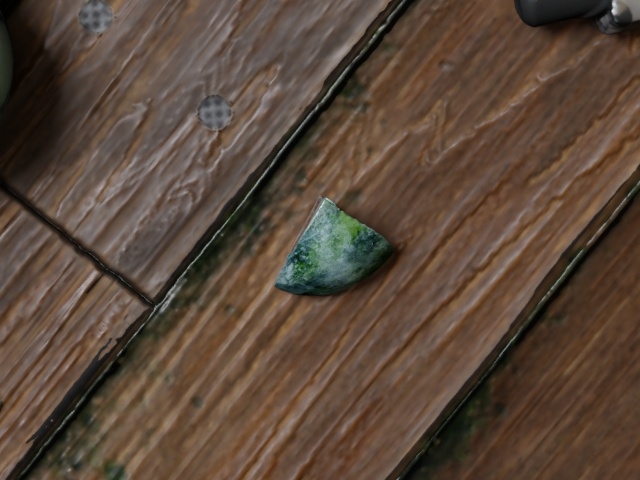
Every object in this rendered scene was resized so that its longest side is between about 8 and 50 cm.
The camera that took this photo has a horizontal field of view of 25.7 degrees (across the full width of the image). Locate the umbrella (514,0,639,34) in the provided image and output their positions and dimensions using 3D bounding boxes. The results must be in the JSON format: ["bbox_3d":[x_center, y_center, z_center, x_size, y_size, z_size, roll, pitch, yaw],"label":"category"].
[{"bbox_3d":[0.290,-0.188,0.889,0.337,0.067,0.073,-13,81,1],"label":"umbrella"}]

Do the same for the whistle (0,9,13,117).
[{"bbox_3d":[-0.282,-0.080,0.849,0.163,0.163,0.289,34,93,-3],"label":"whistle"}]

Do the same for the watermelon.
[{"bbox_3d":[0.000,0.000,0.919,0.085,0.085,0.061,-11,54,0],"label":"watermelon"}]
